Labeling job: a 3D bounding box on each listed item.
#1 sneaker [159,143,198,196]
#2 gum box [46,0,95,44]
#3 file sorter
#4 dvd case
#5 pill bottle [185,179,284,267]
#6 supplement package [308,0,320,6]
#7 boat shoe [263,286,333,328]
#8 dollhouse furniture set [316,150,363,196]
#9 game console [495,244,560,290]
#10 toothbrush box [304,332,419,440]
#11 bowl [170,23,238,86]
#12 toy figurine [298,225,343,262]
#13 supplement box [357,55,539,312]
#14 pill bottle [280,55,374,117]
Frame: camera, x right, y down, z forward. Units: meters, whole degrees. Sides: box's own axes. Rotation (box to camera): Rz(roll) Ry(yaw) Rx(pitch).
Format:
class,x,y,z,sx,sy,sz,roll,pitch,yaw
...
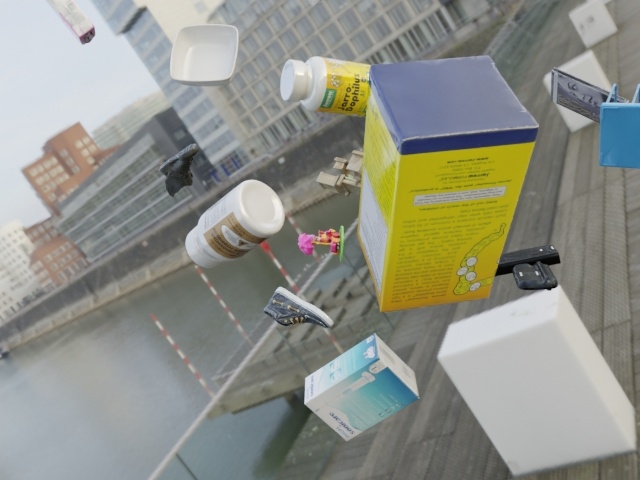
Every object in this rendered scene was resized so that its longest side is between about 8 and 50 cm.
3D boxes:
class,x,y,z,sx,sy,sz,roll,pitch,yaw
sneaker,-0.362,-0.184,1.718,0.170,0.089,0.051,-26,26,31
gum box,-0.785,-0.710,2.032,0.062,0.188,0.107,-40,13,-10
file sorter,0.568,-0.195,1.085,0.170,0.118,0.104,8,42,30
dvd case,0.746,-0.391,1.813,0.018,0.221,0.164,-53,-25,-4
pill bottle,-0.198,-0.027,1.444,0.229,0.131,0.131,-32,9,39
supplement package,0.024,-0.913,2.042,0.262,0.204,0.145,-32,17,30
boat shoe,-0.060,0.204,1.730,0.083,0.183,0.065,-55,-18,-19
dollhouse furniture set,0.066,-0.180,1.497,0.182,0.161,0.101,19,73,35
game console,0.599,0.087,1.896,0.213,0.044,0.361,-13,10,13
toothbrush box,0.127,0.467,2.050,0.295,0.216,0.126,-38,23,18
bowl,-0.241,-0.386,1.376,0.142,0.142,0.053,2,-18,7
toy figurine,0.000,0.000,2.309,0.159,0.130,0.173,2,26,0
supplement box,0.178,-0.080,1.023,0.195,0.357,0.194,-6,46,-8
pill bottle,0.024,-0.338,1.420,0.208,0.118,0.117,3,-5,-24
